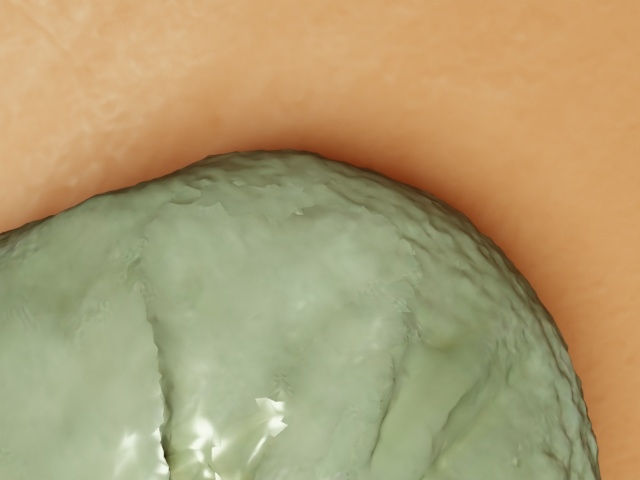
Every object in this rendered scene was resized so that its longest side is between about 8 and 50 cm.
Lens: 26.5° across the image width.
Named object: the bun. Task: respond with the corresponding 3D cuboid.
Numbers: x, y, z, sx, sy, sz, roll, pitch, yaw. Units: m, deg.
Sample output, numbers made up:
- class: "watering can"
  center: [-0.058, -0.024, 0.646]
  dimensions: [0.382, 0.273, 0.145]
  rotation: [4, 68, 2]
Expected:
- class: "bun"
  center: [-0.041, 0.137, 0.579]
  dimensions: [0.361, 0.211, 0.362]
  rotation: [0, 96, -3]
